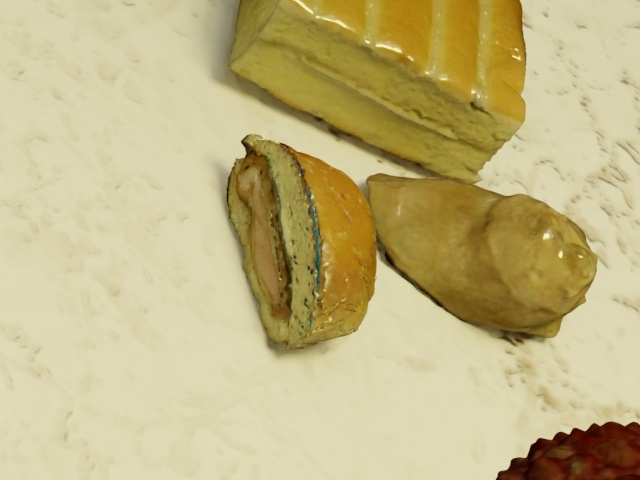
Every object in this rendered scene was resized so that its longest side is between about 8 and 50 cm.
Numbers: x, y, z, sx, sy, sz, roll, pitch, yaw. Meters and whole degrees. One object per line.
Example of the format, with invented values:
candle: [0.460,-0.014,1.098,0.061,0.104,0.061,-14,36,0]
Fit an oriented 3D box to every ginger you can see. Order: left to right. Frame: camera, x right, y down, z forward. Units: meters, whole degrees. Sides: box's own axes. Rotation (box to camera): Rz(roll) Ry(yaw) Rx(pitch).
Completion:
ginger: [0.125,-0.006,1.506,0.193,0.122,0.115,27,62,-5]

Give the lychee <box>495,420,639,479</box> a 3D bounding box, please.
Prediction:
lychee: [0.193,0.247,1.229,0.264,0.300,0.264,-6,101,-32]

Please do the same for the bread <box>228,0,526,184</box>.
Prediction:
bread: [0.054,-0.189,1.616,0.239,0.111,0.246,25,40,-19]

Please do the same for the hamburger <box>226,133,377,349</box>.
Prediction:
hamburger: [0.004,-0.003,1.429,0.102,0.087,0.176,4,49,-32]
